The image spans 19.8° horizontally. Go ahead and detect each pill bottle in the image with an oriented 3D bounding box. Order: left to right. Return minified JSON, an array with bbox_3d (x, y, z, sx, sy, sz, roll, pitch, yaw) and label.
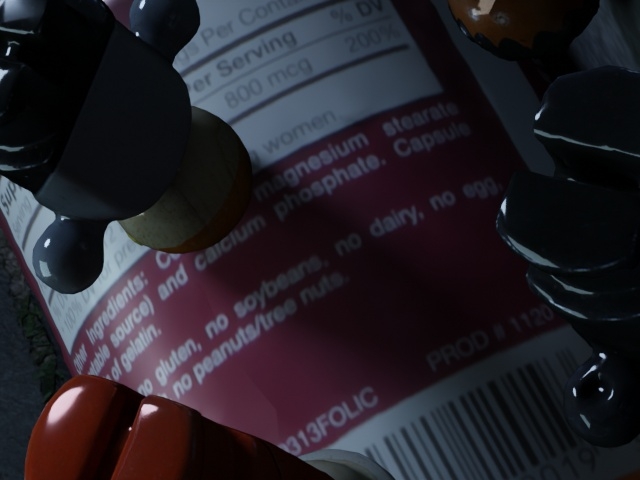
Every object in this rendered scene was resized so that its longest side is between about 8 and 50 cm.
[{"bbox_3d":[0.000,0.000,0.722,0.392,0.224,0.224,62,178,19],"label":"pill bottle"}]

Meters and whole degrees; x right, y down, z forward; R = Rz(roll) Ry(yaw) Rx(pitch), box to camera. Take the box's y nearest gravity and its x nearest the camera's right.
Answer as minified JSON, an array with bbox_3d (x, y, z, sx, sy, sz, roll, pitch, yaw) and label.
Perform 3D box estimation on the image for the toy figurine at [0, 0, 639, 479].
[{"bbox_3d":[0.015,-0.010,0.517,0.148,0.213,0.209,36,-156,-55],"label":"toy figurine"}]
